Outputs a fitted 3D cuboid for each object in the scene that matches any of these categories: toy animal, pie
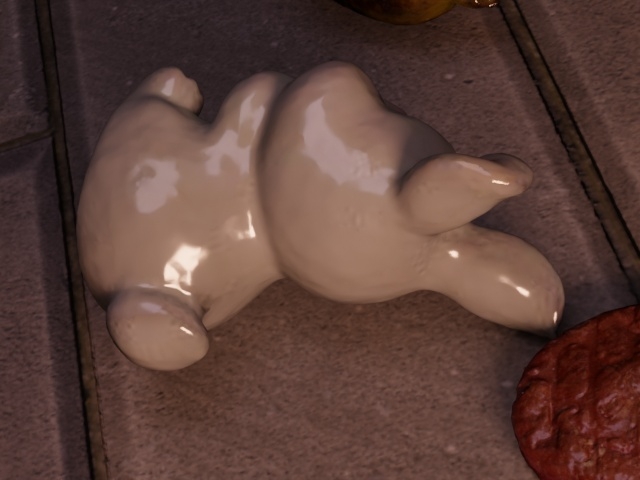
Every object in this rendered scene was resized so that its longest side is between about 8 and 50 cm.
[{"bbox_3d":[-0.001,-0.008,1.377,0.367,0.196,0.241,-4,51,20],"label":"toy animal"},{"bbox_3d":[0.225,0.115,1.262,0.182,0.049,0.182,-12,41,11],"label":"pie"}]

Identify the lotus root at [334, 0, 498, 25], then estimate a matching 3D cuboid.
[{"bbox_3d":[0.050,-0.290,1.672,0.141,0.169,0.314,-37,47,-19],"label":"lotus root"}]
